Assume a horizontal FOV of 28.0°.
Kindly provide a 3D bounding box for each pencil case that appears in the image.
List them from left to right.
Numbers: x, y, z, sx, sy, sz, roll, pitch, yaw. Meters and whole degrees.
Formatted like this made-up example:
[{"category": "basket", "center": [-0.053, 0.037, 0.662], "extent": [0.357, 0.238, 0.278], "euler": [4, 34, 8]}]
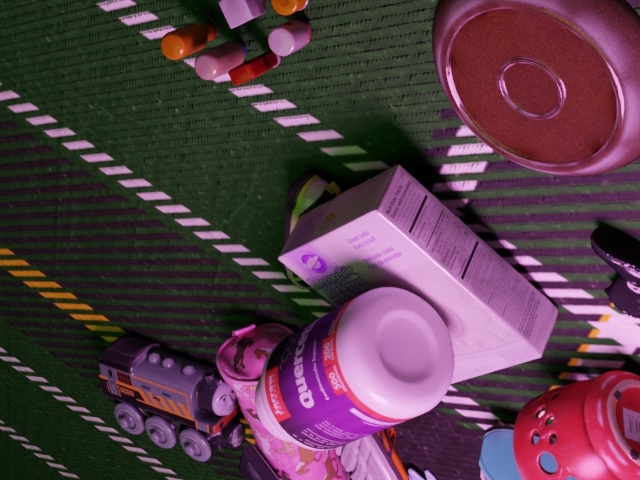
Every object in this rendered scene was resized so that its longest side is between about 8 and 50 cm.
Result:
[{"category": "pencil case", "center": [-0.062, 0.324, 2.312], "extent": [0.167, 0.160, 0.386], "euler": [9, 135, 31]}]

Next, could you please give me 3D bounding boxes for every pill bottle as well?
[{"category": "pill bottle", "center": [0.034, 0.194, 1.831], "extent": [0.181, 0.181, 0.323], "euler": [46, 143, -8]}]

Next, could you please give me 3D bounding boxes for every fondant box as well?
[{"category": "fondant box", "center": [0.138, 0.062, 1.832], "extent": [0.330, 0.096, 0.238], "euler": [41, 144, -18]}]

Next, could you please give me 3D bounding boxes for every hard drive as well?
[{"category": "hard drive", "center": [-0.110, 0.425, 2.314], "extent": [0.094, 0.022, 0.135], "euler": [50, 158, 14]}]

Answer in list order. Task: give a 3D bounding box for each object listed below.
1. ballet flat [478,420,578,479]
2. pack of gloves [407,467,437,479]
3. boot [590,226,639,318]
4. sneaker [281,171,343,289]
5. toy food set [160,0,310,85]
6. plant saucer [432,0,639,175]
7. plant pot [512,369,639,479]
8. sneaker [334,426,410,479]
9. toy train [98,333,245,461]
[{"category": "ballet flat", "center": [0.427, 0.422, 1.989], "extent": [0.409, 0.147, 0.147], "euler": [28, 143, 20]}, {"category": "pack of gloves", "center": [0.173, 0.531, 2.338], "extent": [0.195, 0.046, 0.232], "euler": [-35, 103, 25]}, {"category": "boot", "center": [0.394, 0.045, 1.673], "extent": [0.121, 0.045, 0.099], "euler": [31, 148, 13]}, {"category": "sneaker", "center": [0.000, 0.000, 1.961], "extent": [0.097, 0.084, 0.234], "euler": [23, 142, 22]}, {"category": "toy food set", "center": [-0.093, -0.284, 1.757], "extent": [0.232, 0.104, 0.111], "euler": [-21, 100, 33]}, {"category": "plant saucer", "center": [0.260, -0.192, 1.536], "extent": [0.311, 0.050, 0.310], "euler": [25, 141, 22]}, {"category": "plant pot", "center": [0.396, 0.281, 1.811], "extent": [0.191, 0.191, 0.174], "euler": [45, 137, -5]}, {"category": "sneaker", "center": [0.095, 0.261, 2.050], "extent": [0.321, 0.180, 0.124], "euler": [58, 150, 23]}, {"category": "toy train", "center": [-0.297, 0.308, 2.546], "extent": [0.334, 0.142, 0.190], "euler": [15, 128, 32]}]
